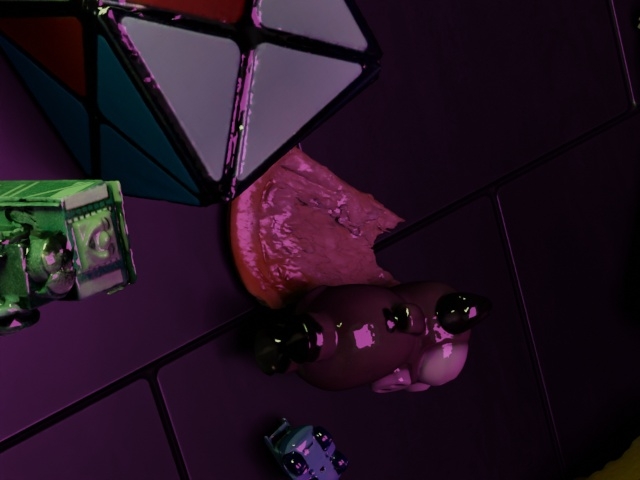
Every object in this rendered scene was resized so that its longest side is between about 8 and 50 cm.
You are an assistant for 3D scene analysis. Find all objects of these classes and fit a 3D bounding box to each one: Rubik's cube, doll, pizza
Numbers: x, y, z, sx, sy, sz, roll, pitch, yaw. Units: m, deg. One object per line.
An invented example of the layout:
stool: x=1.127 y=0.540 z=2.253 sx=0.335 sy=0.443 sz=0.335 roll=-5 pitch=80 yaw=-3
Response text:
Rubik's cube: x=-0.133 y=-0.200 z=1.688 sx=0.250 sy=0.246 sz=0.248 roll=-42 pitch=119 yaw=-25
doll: x=0.062 y=0.102 z=1.917 sx=0.257 sy=0.182 sz=0.117 roll=3 pitch=75 yaw=-37
pizza: x=0.000 y=0.000 z=1.945 sx=0.262 sy=0.034 sz=0.181 roll=23 pitch=82 yaw=-36

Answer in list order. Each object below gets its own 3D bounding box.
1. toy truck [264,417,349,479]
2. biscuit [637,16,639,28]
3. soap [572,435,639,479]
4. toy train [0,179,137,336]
toy truck: x=-0.005 y=0.259 z=1.952 sx=0.063 sy=0.074 sz=0.136 roll=-42 pitch=118 yaw=-24
biscuit: x=0.528 y=-0.201 z=2.234 sx=0.179 sy=0.084 sz=0.281 roll=-35 pitch=90 yaw=-46
soap: x=0.332 y=0.327 z=2.153 sx=0.339 sy=0.169 sz=0.304 roll=11 pitch=89 yaw=-38
toy train: x=-0.300 y=0.015 z=1.593 sx=0.154 sy=0.269 sz=0.115 roll=-24 pitch=109 yaw=-49
